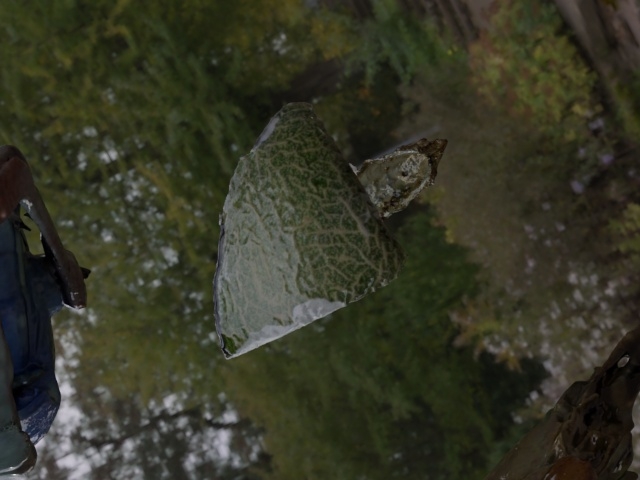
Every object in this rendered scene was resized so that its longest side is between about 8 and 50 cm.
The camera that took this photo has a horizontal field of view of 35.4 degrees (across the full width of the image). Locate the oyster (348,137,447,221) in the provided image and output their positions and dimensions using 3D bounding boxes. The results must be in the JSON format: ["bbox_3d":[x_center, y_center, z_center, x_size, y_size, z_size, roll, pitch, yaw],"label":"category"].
[{"bbox_3d":[0.078,-0.063,1.084,0.029,0.132,0.086,-97,-5,-66],"label":"oyster"}]

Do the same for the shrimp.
[{"bbox_3d":[0.143,0.120,0.526,0.066,0.262,0.117,50,148,1],"label":"shrimp"}]

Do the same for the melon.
[{"bbox_3d":[0.002,0.000,0.751,0.093,0.140,0.202,12,-90,-65],"label":"melon"}]

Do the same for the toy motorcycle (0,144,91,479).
[{"bbox_3d":[-0.325,0.075,0.919,0.241,0.182,0.319,-68,-27,-63],"label":"toy motorcycle"}]
